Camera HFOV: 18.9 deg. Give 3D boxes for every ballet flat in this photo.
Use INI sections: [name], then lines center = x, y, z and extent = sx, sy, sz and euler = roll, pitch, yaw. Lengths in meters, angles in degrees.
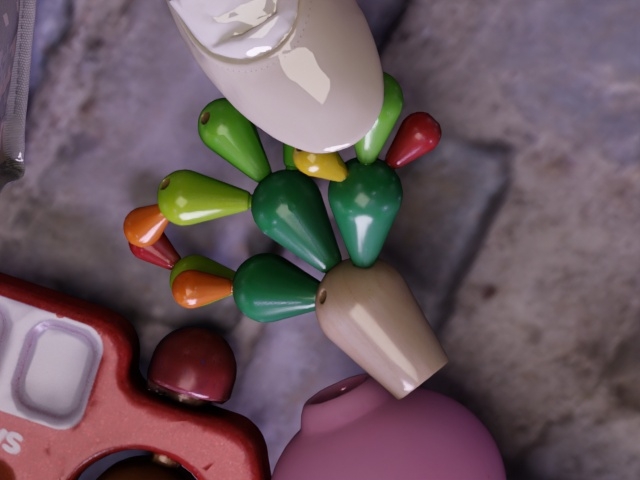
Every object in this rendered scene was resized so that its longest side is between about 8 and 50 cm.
[ballet flat]
center = -0.058, -0.147, 0.914
extent = 0.086, 0.086, 0.248
euler = -43, 67, 24

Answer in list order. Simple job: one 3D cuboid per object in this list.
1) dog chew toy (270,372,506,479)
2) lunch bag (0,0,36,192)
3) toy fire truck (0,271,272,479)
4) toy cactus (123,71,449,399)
[dog chew toy]
center = 0.076, 0.229, 1.040
extent = 0.206, 0.206, 0.332
euler = -22, 97, 20
[lunch bag]
center = -0.271, -0.159, 0.970
extent = 0.235, 0.169, 0.287
euler = 12, 119, 8
[toy fire truck]
center = -0.159, 0.153, 1.089
extent = 0.302, 0.169, 0.254
euler = 17, 96, 4
[toy cactus]
center = 0.000, 0.000, 1.000
extent = 0.219, 0.112, 0.180
euler = -41, 86, 36
